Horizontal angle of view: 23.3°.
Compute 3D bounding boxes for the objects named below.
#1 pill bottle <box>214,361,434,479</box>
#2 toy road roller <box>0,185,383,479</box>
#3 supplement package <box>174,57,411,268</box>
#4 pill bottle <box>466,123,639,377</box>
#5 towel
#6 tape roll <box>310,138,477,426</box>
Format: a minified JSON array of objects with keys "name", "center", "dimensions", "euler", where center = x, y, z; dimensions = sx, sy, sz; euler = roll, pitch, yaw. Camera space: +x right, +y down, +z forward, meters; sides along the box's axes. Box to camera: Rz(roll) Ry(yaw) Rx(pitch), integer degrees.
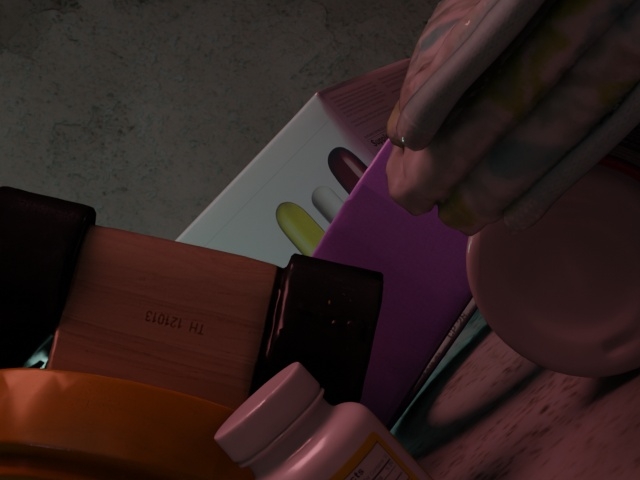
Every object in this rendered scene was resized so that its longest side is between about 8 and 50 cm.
[{"name":"pill bottle","center":[0.012,0.108,0.640],"dimensions":[0.065,0.116,0.065],"euler":[-41,3,3]},{"name":"toy road roller","center":[-0.101,0.140,0.797],"dimensions":[0.329,0.202,0.240],"euler":[107,175,-65]},{"name":"supplement package","center":[0.000,0.000,1.266],"dimensions":[0.262,0.145,0.204],"euler":[-45,-7,27]},{"name":"pill bottle","center":[0.150,-0.019,0.777],"dimensions":[0.108,0.108,0.180],"euler":[-40,4,35]},{"name":"towel","center":[0.179,-0.192,0.655],"dimensions":[0.374,0.090,0.320],"euler":[-48,5,30]},{"name":"tape roll","center":[0.075,-0.004,0.977],"dimensions":[0.275,0.090,0.275],"euler":[-54,-9,-12]}]
